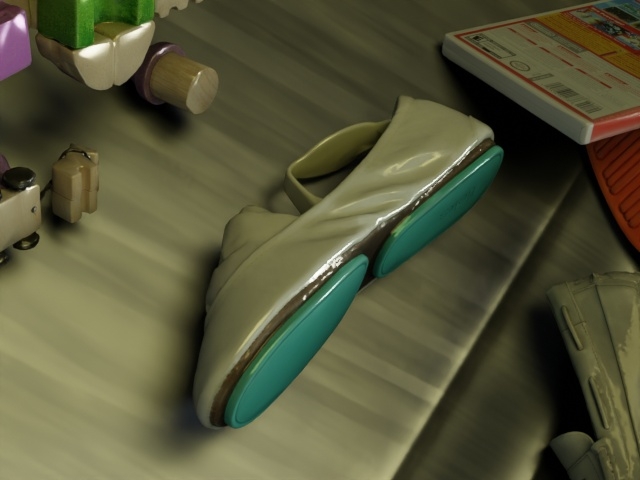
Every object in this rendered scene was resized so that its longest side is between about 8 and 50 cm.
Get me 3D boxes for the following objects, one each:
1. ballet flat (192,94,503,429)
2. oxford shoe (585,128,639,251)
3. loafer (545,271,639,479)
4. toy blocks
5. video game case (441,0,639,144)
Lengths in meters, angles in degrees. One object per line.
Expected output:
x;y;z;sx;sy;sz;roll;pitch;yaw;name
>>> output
0.000;0.000;0.956;0.139;0.139;0.400;48;53;0;ballet flat
0.403;-0.009;1.165;0.364;0.130;0.133;53;24;12;oxford shoe
0.256;0.185;1.008;0.111;0.112;0.319;-6;71;12;loafer
-0.251;-0.207;0.891;0.260;0.309;0.288;26;40;25;toy blocks
0.292;-0.179;1.154;0.285;0.025;0.204;-17;41;-30;video game case
